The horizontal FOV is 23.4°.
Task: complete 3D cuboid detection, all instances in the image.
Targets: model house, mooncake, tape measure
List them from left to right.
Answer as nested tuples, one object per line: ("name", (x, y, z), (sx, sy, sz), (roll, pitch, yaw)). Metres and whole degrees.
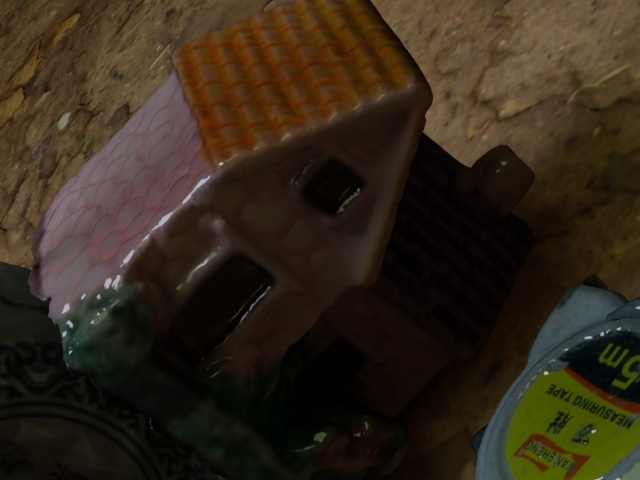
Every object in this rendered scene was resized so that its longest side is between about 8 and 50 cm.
("mooncake", (-0.199, 0.137, 0.987), (0.254, 0.250, 0.136), (-49, 24, 30))
("model house", (0.000, 0.000, 0.888), (0.237, 0.237, 0.202), (-48, 21, 10))
("tape measure", (0.181, 0.106, 0.643), (0.164, 0.084, 0.330), (-57, 26, -6))
